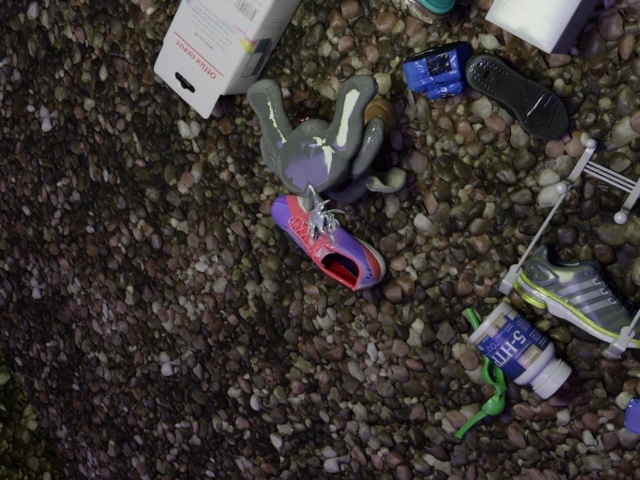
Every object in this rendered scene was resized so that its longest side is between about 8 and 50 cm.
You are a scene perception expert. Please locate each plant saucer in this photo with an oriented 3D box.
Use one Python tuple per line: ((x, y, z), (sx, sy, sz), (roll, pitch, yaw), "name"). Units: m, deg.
((0.123, -0.261, 1.440), (0.083, 0.015, 0.084), (8, 107, 29), "plant saucer")

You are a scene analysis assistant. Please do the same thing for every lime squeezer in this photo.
((0.352, 0.302, 1.448), (0.110, 0.058, 0.311), (28, 122, 58), "lime squeezer")

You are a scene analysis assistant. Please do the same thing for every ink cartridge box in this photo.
((-0.212, -0.472, 1.518), (0.207, 0.119, 0.353), (44, 120, 13), "ink cartridge box")

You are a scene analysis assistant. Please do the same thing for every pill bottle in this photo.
((0.402, 0.221, 1.350), (0.186, 0.112, 0.112), (42, 120, 14), "pill bottle")

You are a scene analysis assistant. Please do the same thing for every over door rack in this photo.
((0.498, 0.007, 1.178), (0.239, 0.108, 0.324), (31, 93, 21), "over door rack")

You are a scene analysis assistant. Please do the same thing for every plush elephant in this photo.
((0.030, -0.172, 1.399), (0.271, 0.255, 0.330), (-5, 93, 22), "plush elephant")

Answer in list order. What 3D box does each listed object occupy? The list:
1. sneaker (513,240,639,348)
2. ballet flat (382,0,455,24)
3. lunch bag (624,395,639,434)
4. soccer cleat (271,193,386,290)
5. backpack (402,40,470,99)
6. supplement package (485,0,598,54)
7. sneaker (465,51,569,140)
((0.513, 0.103, 1.257), (0.299, 0.111, 0.121), (25, 111, 21), "sneaker")
((0.108, -0.601, 1.293), (0.182, 0.164, 0.483), (-27, 83, 55), "ballet flat")
((0.629, 0.335, 1.275), (0.098, 0.065, 0.067), (14, 95, 28), "lunch bag")
((0.000, 0.000, 1.524), (0.318, 0.116, 0.109), (37, 119, 17), "soccer cleat")
((0.224, -0.327, 1.313), (0.120, 0.098, 0.101), (-4, 105, 31), "backpack")
((0.412, -0.457, 1.140), (0.133, 0.139, 0.244), (36, 119, 19), "supplement package")
((0.363, -0.278, 1.260), (0.227, 0.130, 0.087), (30, 115, -11), "sneaker")
